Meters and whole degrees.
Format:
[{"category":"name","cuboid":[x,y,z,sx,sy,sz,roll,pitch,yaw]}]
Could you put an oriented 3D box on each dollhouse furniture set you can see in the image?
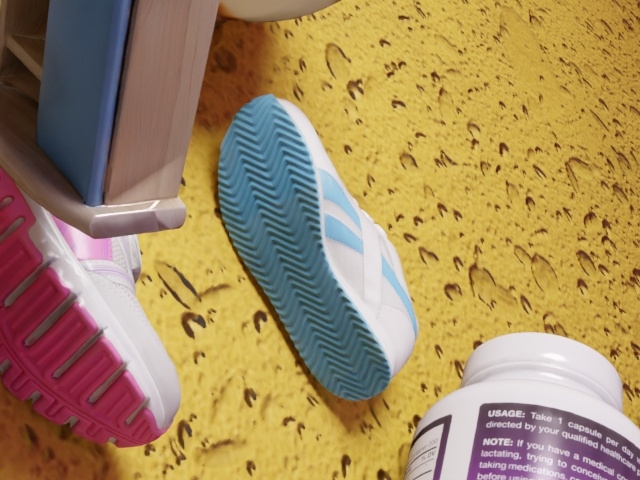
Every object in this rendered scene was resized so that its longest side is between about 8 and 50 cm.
[{"category":"dollhouse furniture set","cuboid":[-0.216,-0.130,0.319,0.303,0.198,0.286,-8,36,-39]}]

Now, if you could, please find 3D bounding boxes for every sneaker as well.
[{"category":"sneaker","cuboid":[0.000,0.000,0.681,0.092,0.087,0.228,-35,104,-58]},{"category":"sneaker","cuboid":[-0.140,-0.008,0.502,0.111,0.103,0.252,-33,96,-50]}]

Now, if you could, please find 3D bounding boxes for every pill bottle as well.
[{"category":"pill bottle","cuboid":[0.135,0.224,0.621,0.181,0.182,0.323,44,43,-23]}]

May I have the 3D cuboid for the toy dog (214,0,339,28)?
[{"category":"toy dog","cuboid":[-0.070,-0.348,0.600,0.395,0.285,0.407,-90,156,-75]}]
